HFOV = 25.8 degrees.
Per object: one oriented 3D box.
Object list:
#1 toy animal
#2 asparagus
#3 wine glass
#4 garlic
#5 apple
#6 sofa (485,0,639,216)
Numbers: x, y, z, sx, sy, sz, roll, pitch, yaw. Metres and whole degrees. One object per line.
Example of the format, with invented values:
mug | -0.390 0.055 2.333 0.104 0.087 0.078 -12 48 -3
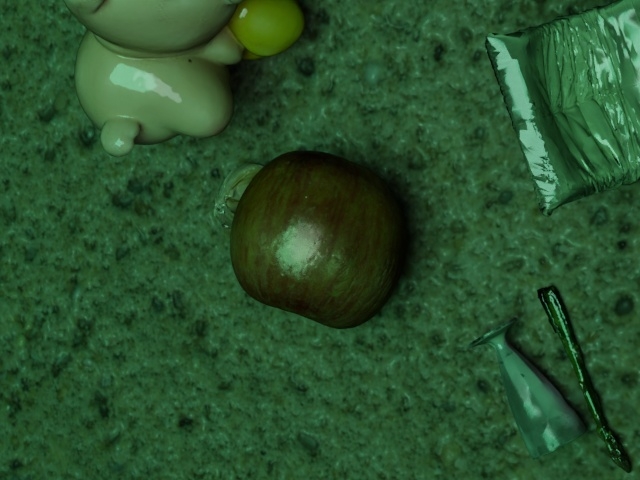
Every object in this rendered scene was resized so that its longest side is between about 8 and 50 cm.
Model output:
toy animal | -0.169 -0.209 1.625 0.277 0.345 0.247 13 94 -9
asparagus | 0.302 0.160 1.599 0.233 0.023 0.022 67 163 3
wine glass | 0.237 0.169 1.604 0.073 0.073 0.155 -33 83 28
garlic | -0.093 -0.045 1.737 0.074 0.094 0.113 -135 49 -59
apple | 0.000 0.000 1.623 0.211 0.211 0.188 21 85 23
sofa | 0.316 -0.159 1.449 0.225 0.176 0.210 -16 90 29
